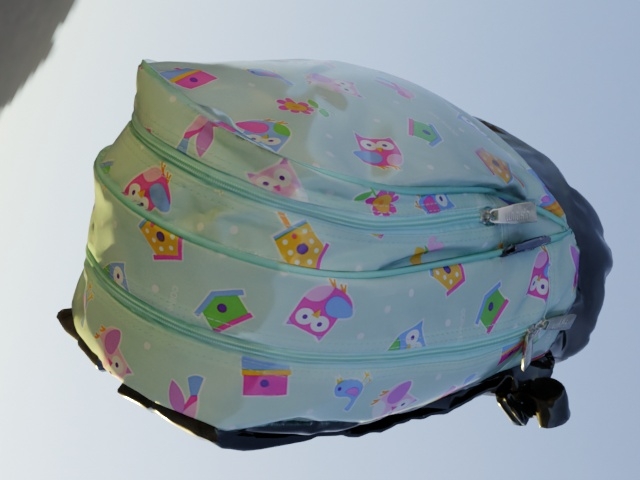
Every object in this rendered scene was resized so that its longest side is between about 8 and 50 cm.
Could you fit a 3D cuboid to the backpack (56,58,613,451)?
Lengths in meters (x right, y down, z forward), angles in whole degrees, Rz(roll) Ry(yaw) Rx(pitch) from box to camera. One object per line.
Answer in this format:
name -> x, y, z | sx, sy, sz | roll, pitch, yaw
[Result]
backpack -> 0.000, 0.000, 0.440 | 0.152, 0.182, 0.115 | 24, -70, 37
